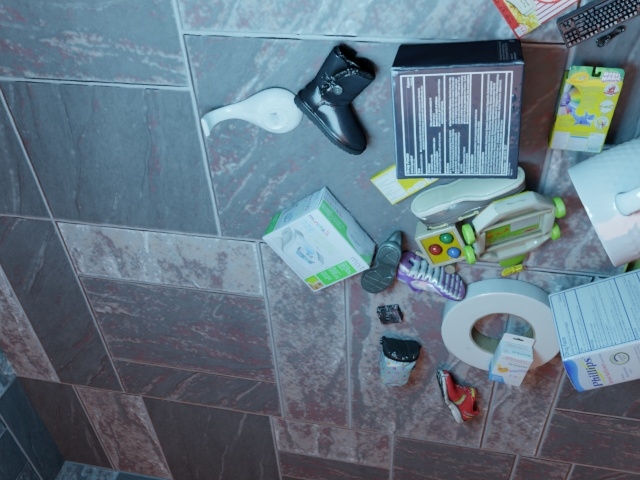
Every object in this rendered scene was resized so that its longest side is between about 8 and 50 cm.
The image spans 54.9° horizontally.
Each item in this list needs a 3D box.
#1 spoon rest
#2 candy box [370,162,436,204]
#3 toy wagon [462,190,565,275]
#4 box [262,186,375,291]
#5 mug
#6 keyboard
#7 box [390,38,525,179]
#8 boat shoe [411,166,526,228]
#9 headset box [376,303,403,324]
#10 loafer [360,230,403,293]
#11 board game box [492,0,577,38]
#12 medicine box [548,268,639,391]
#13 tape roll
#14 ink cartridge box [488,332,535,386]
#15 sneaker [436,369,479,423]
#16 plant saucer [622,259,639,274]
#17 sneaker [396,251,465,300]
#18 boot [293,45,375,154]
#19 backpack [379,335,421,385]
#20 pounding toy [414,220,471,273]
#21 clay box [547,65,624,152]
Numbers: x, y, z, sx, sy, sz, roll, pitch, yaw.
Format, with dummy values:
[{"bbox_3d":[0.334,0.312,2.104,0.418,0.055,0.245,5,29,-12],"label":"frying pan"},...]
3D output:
[{"bbox_3d":[-0.186,-0.349,1.704,0.277,0.084,0.137,-7,130,4],"label":"spoon rest"},{"bbox_3d":[0.254,-0.187,1.741,0.206,0.027,0.105,-29,114,33],"label":"candy box"},{"bbox_3d":[0.536,-0.009,1.734,0.267,0.068,0.344,-17,148,4],"label":"toy wagon"},{"bbox_3d":[0.000,0.000,1.908,0.231,0.126,0.262,-25,118,34],"label":"box"},{"bbox_3d":[0.791,-0.122,1.432,0.328,0.374,0.276,-26,81,24],"label":"mug"},{"bbox_3d":[0.636,-0.490,1.380,0.180,0.023,0.108,-21,121,31],"label":"keyboard"},{"bbox_3d":[0.331,-0.316,1.499,0.294,0.182,0.296,1,125,13],"label":"box"},{"bbox_3d":[0.416,-0.114,1.704,0.325,0.116,0.096,-19,131,29],"label":"boat shoe"},{"bbox_3d":[0.243,0.254,2.117,0.083,0.032,0.062,-8,127,23],"label":"headset box"},{"bbox_3d":[0.204,0.072,1.941,0.096,0.084,0.267,27,142,3],"label":"loafer"},{"bbox_3d":[0.481,-0.560,1.347,0.194,0.045,0.147,-30,117,33],"label":"board game box"},{"bbox_3d":[0.817,0.248,1.722,0.289,0.263,0.149,-21,121,24],"label":"medicine box"},{"bbox_3d":[0.593,0.287,2.023,0.392,0.072,0.392,8,132,9],"label":"tape roll"},{"bbox_3d":[0.626,0.391,2.014,0.104,0.061,0.181,12,131,5],"label":"ink cartridge box"},{"bbox_3d":[0.513,0.561,2.281,0.118,0.107,0.279,-25,124,10],"label":"sneaker"},{"bbox_3d":[0.963,0.065,1.747,0.188,0.045,0.188,5,130,11],"label":"plant saucer"},{"bbox_3d":[0.340,0.129,1.951,0.236,0.095,0.104,27,136,0],"label":"sneaker"},{"bbox_3d":[0.075,-0.359,1.597,0.246,0.094,0.207,41,132,-11],"label":"boot"},{"bbox_3d":[0.271,0.436,2.211,0.152,0.115,0.182,12,134,2],"label":"backpack"},{"bbox_3d":[0.362,0.037,1.857,0.181,0.094,0.206,-18,122,27],"label":"pounding toy"},{"bbox_3d":[0.643,-0.325,1.498,0.128,0.053,0.222,7,130,9],"label":"clay box"}]
